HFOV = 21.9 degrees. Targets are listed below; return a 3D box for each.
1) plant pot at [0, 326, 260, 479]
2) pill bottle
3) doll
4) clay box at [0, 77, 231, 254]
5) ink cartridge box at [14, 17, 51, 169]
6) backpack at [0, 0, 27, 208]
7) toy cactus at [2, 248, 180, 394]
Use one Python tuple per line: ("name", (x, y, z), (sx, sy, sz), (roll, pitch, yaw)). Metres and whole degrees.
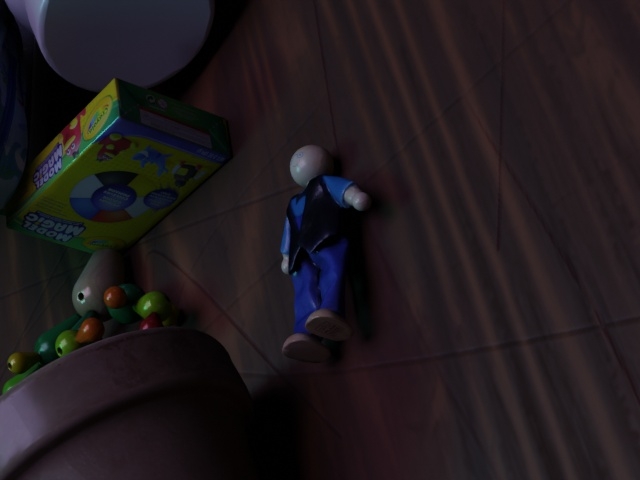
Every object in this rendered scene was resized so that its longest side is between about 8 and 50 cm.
("plant pot", (-0.130, 0.232, 1.268), (0.263, 0.263, 0.229), (-50, 58, 25))
("pill bottle", (-0.236, -0.317, 1.656), (0.204, 0.204, 0.361), (-52, 41, 24))
("doll", (0.000, 0.000, 1.340), (0.129, 0.046, 0.189), (-46, 35, 43))
("clay box", (-0.201, -0.055, 1.555), (0.222, 0.127, 0.053), (-40, 47, 35))
("ink cartridge box", (-0.454, -0.186, 1.844), (0.303, 0.072, 0.307), (-6, 64, 6))
("backpack", (-0.415, -0.135, 1.604), (0.290, 0.273, 0.355), (-33, 16, 4))
("toy cactus", (-0.206, 0.084, 1.544), (0.219, 0.112, 0.180), (-42, 26, 36))
